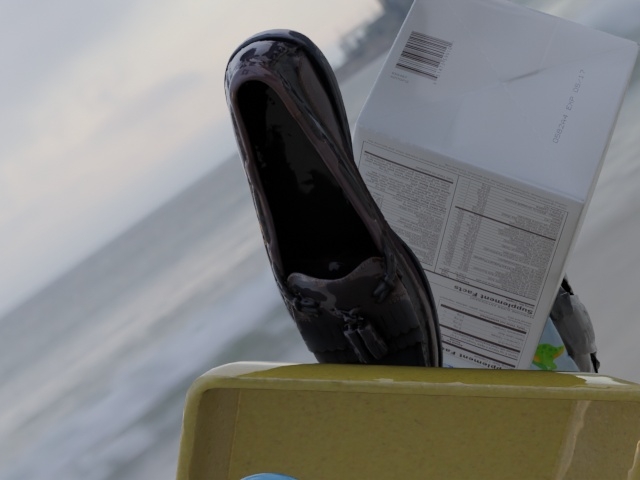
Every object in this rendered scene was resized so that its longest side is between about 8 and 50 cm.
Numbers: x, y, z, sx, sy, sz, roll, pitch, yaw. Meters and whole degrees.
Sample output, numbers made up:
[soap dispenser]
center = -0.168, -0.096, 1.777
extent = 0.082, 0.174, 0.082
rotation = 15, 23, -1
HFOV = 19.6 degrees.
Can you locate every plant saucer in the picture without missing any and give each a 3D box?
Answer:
[plant saucer]
center = 0.051, 0.205, 1.355
extent = 0.081, 0.332, 0.333
rotation = -100, 16, -53

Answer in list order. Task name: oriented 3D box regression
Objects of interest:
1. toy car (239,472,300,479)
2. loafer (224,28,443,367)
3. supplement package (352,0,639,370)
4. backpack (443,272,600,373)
[toy car]
center = 0.006, 0.273, 1.037
extent = 0.219, 0.210, 0.238
rotation = 89, -164, -75
[loafer]
center = 0.000, 0.000, 1.329
extent = 0.109, 0.302, 0.095
rotation = -19, 12, 15
[supplement package]
center = 0.134, -0.047, 1.617
extent = 0.263, 0.198, 0.199
rotation = 100, -168, -50
[backpack]
center = 0.173, 0.096, 1.940
extent = 0.273, 0.290, 0.355
rotation = -21, -10, -8
